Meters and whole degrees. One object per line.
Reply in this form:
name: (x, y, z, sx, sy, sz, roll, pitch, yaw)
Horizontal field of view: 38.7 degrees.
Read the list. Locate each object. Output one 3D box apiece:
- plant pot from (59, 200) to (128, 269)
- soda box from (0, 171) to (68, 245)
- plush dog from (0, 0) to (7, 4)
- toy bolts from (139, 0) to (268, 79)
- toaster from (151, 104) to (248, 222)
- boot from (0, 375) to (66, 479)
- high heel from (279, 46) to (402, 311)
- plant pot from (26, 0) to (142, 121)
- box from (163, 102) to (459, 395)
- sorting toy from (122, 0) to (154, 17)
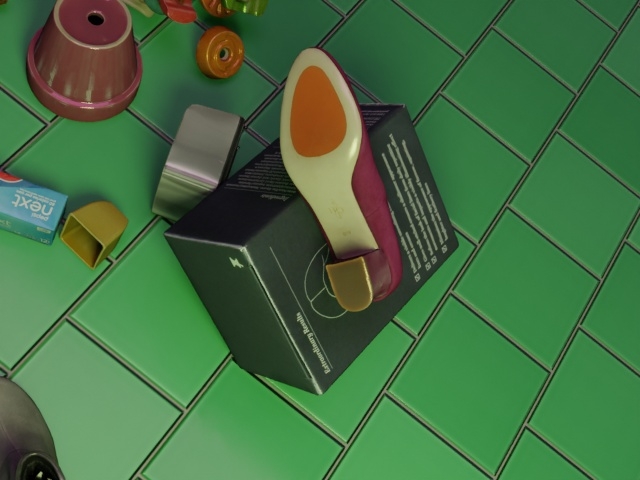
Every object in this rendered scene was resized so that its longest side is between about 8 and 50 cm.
plant pot: (-0.367, -0.019, 1.511, 0.081, 0.081, 0.083, 44, 49, 3)
soda box: (-0.525, -0.067, 1.479, 0.210, 0.067, 0.071, 20, 61, -11)
plush dog: (-0.669, -0.480, 1.572, 0.225, 0.210, 0.262, -48, 122, -44)
toy bolts: (-0.247, -0.432, 1.724, 0.228, 0.158, 0.218, 7, 103, -45)
toaster: (-0.210, -0.116, 1.564, 0.110, 0.168, 0.186, 19, 61, -8)
boot: (-0.401, 0.315, 1.260, 0.118, 0.223, 0.338, -24, 77, -27)
high heel: (0.036, -0.091, 1.326, 0.127, 0.181, 0.377, -5, 100, 19)
plant pot: (-0.404, -0.335, 1.582, 0.201, 0.180, 0.201, 8, 64, -16)
box: (0.000, 0.000, 1.490, 0.395, 0.212, 0.293, -43, 123, -31)
sorting toy: (-0.370, -0.549, 1.769, 0.196, 0.047, 0.348, 31, 60, -5)
